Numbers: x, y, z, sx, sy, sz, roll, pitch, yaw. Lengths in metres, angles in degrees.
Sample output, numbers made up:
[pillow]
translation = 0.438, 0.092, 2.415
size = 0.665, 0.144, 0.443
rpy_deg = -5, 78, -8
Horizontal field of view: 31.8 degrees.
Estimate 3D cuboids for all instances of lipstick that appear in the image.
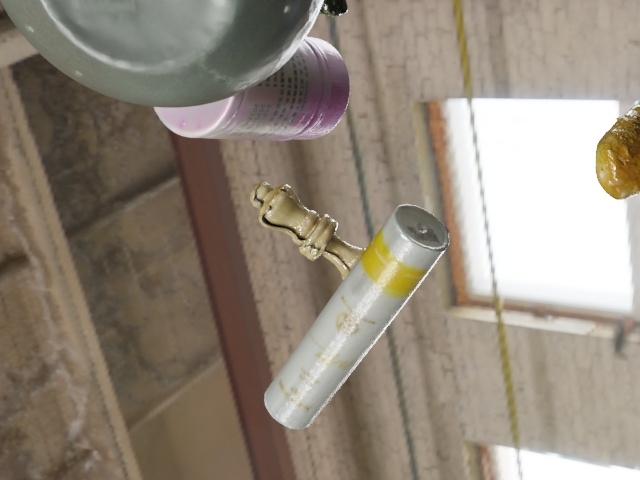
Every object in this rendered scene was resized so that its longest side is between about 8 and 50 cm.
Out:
[lipstick]
translation = 0.027, 0.077, 1.031
size = 0.059, 0.059, 0.264
rpy_deg = -27, -24, -51

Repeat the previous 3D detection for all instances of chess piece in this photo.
[chess piece]
translation = 0.000, -0.001, 1.144
size = 0.172, 0.060, 0.060
rpy_deg = 36, -122, -7

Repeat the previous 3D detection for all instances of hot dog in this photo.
[hot dog]
translation = 0.294, -0.101, 0.914
size = 0.216, 0.047, 0.066
rpy_deg = -31, -88, -35

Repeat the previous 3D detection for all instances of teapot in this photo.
[teapot]
translation = -0.077, -0.194, 0.631
size = 0.251, 0.183, 0.183
rpy_deg = -82, -22, -56

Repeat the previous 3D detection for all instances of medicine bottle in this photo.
[medicine bottle]
translation = -0.089, -0.209, 1.502
size = 0.254, 0.152, 0.152
rpy_deg = -6, -80, -55

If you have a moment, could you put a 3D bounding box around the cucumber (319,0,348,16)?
[cucumber]
translation = -0.004, -0.253, 0.855
size = 0.043, 0.039, 0.163
rpy_deg = -60, -34, -69
